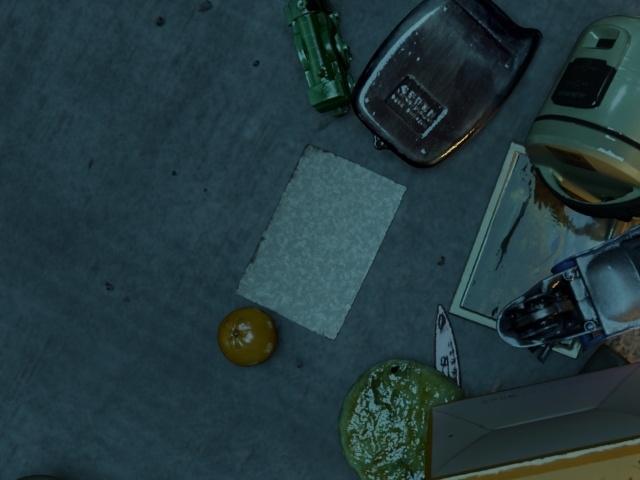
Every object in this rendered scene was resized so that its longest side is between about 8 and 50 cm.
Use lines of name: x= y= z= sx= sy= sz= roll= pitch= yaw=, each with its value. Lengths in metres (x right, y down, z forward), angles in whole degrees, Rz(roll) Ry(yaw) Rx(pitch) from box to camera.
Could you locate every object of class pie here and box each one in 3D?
pie: x=0.112 y=0.248 z=1.663 sx=0.187 sy=0.041 sz=0.186 roll=-3 pitch=80 yaw=18

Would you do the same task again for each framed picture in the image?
framed picture: x=0.294 y=0.012 z=1.672 sx=0.184 sy=0.016 sz=0.249 roll=21 pitch=89 yaw=12

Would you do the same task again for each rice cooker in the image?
rice cooker: x=0.375 y=-0.143 z=1.563 sx=0.226 sy=0.226 sz=0.244 roll=26 pitch=85 yaw=12

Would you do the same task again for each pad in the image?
pad: x=0.000 y=0.000 z=1.737 sx=0.158 sy=0.003 sz=0.235 roll=25 pitch=90 yaw=12

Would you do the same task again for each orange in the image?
orange: x=-0.098 y=0.131 z=1.710 sx=0.083 sy=0.070 sz=0.083 roll=-2 pitch=83 yaw=15

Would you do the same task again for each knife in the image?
knife: x=0.170 y=0.207 z=1.678 sx=0.035 sy=0.018 sz=0.247 roll=-3 pitch=83 yaw=13

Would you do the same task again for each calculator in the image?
calculator: x=0.163 y=-0.222 z=1.685 sx=0.177 sy=0.040 sz=0.268 roll=41 pitch=91 yaw=-5

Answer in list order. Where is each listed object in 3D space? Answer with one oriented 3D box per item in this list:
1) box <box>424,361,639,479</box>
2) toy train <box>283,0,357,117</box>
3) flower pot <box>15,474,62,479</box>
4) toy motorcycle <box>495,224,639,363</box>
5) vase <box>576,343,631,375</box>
box: x=0.280 y=0.297 z=1.462 sx=0.284 sy=0.259 sz=0.213 roll=-14 pitch=101 yaw=9
toy train: x=-0.001 y=-0.255 z=1.712 sx=0.071 sy=0.104 sz=0.178 roll=-17 pitch=82 yaw=13
flower pot: x=-0.374 y=0.434 z=1.672 sx=0.246 sy=0.195 sz=0.246 roll=-1 pitch=86 yaw=11
toy motorcycle: x=0.386 y=0.057 z=1.545 sx=0.359 sy=0.212 sz=0.125 roll=-20 pitch=77 yaw=3
vase: x=0.324 y=0.237 z=1.616 sx=0.086 sy=0.086 sz=0.214 roll=42 pitch=98 yaw=12
